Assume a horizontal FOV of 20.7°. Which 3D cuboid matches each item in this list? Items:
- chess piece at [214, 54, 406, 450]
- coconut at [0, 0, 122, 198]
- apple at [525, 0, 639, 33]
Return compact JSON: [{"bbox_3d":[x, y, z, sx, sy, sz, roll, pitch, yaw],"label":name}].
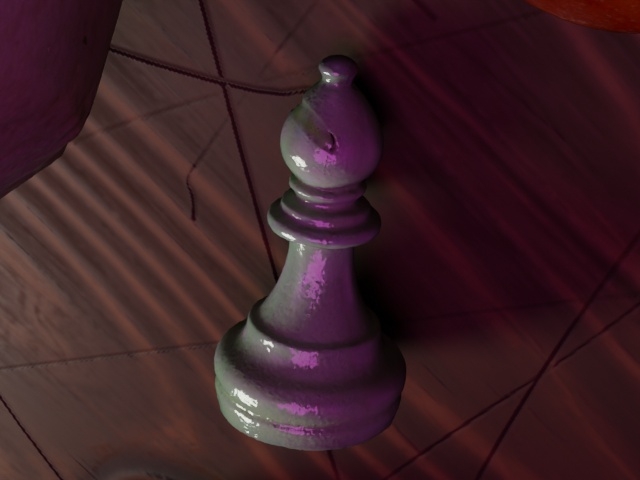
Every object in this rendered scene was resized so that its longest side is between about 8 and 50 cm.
[{"bbox_3d":[0.000,0.000,1.222,0.139,0.139,0.272,9,115,10],"label":"chess piece"},{"bbox_3d":[-0.258,-0.182,1.064,0.328,0.329,0.329,8,126,11],"label":"coconut"},{"bbox_3d":[0.171,-0.222,0.944,0.218,0.218,0.201,-27,120,30],"label":"apple"}]
